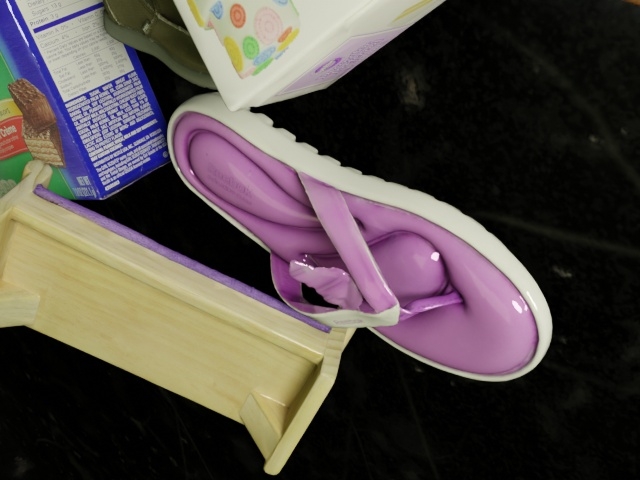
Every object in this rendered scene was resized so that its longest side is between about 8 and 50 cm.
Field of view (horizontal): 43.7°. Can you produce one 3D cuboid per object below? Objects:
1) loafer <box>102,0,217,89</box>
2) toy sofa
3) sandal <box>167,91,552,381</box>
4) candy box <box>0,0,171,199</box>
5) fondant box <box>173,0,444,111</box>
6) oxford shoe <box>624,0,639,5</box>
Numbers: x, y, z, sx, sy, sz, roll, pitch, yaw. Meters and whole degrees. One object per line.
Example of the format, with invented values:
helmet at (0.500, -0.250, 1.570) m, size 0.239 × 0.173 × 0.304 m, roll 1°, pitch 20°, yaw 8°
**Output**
loafer at (-0.106, -0.194, 0.657) m, size 0.251 × 0.094 × 0.087 m, roll 24°, pitch 139°, yaw 35°
toy sofa at (-0.153, 0.063, 0.804) m, size 0.362 × 0.177 × 0.150 m, roll 26°, pitch 121°, yaw -3°
sandal at (0.000, 0.012, 0.705) m, size 0.416 × 0.102 × 0.169 m, roll 31°, pitch 139°, yaw 27°
candy box at (-0.329, -0.206, 0.872) m, size 0.268 × 0.122 × 0.317 m, roll 2°, pitch 120°, yaw 45°
fondant box at (-0.023, -0.272, 0.424) m, size 0.238 × 0.096 × 0.330 m, roll -28°, pitch 87°, yaw 44°
oxford shoe at (0.204, -0.188, 0.356) m, size 0.076 × 0.076 × 0.212 m, roll 27°, pitch 146°, yaw -13°
